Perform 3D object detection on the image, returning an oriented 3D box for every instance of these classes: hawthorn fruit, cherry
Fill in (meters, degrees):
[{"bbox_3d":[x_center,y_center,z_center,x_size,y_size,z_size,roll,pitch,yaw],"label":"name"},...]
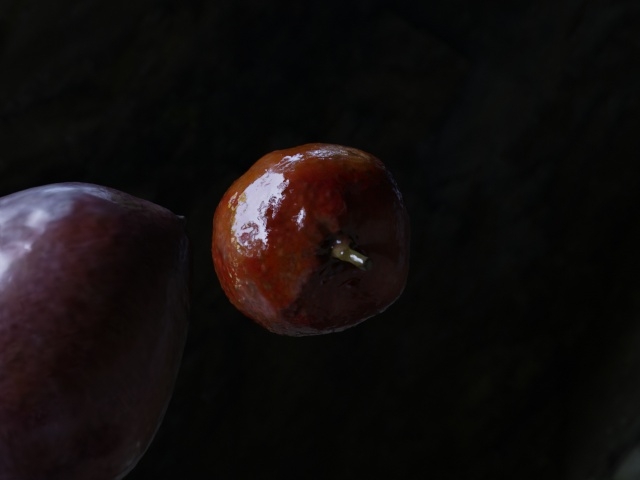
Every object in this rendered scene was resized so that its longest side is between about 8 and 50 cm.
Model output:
[{"bbox_3d":[0.000,0.000,1.760,0.205,0.205,0.253,-49,14,-12],"label":"hawthorn fruit"},{"bbox_3d":[-0.226,0.079,1.440,0.307,0.261,0.221,-44,-36,-5],"label":"cherry"}]
